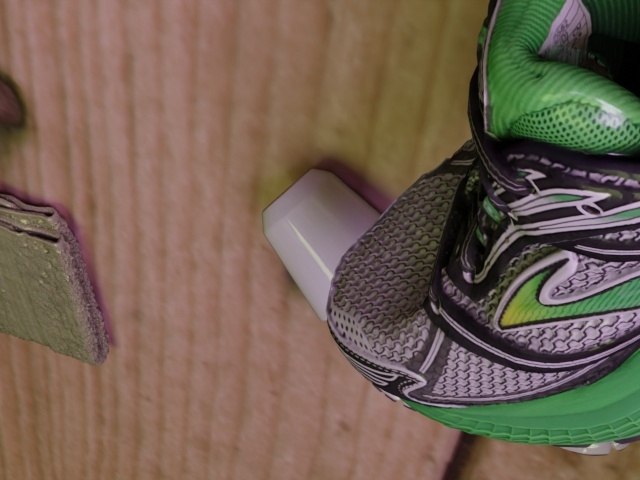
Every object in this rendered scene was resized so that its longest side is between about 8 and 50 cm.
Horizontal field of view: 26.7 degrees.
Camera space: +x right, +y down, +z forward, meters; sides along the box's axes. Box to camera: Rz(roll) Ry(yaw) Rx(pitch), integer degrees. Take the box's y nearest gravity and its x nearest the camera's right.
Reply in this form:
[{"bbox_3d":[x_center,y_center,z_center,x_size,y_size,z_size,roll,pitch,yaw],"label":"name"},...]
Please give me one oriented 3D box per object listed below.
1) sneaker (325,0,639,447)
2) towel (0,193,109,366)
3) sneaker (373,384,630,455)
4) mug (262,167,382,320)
[{"bbox_3d":[0.089,-0.034,0.397,0.146,0.134,0.343,15,152,-23],"label":"sneaker"},{"bbox_3d":[-0.200,0.023,0.925,0.110,0.027,0.148,17,140,24],"label":"towel"},{"bbox_3d":[0.091,0.051,0.693,0.162,0.063,0.073,11,121,26],"label":"sneaker"},{"bbox_3d":[-0.001,0.001,0.699,0.064,0.062,0.078,48,138,-4],"label":"mug"}]
